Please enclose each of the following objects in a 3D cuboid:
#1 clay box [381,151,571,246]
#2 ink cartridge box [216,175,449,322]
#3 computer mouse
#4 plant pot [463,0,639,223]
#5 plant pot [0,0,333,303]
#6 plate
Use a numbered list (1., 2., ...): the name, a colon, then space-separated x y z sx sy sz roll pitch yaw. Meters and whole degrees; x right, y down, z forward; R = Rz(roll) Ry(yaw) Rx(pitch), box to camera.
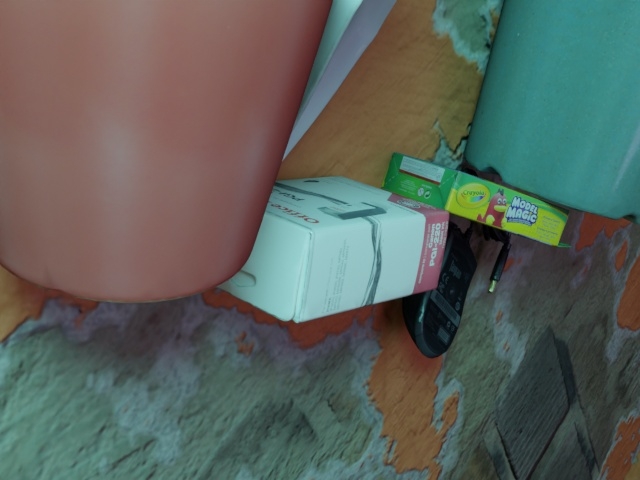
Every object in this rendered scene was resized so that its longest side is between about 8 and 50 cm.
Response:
1. clay box: 0.200 -0.047 1.027 0.222 0.127 0.053 13 98 -34
2. ink cartridge box: 0.000 0.000 0.834 0.218 0.159 0.092 -11 115 -47
3. computer mouse: 0.183 0.048 1.153 0.184 0.060 0.262 39 63 -45
4. plant pot: 0.350 -0.217 1.046 0.341 0.341 0.334 1 113 -50
5. plant pot: -0.129 -0.108 0.578 0.275 0.275 0.243 -19 128 -44
6. plate: 0.029 -0.203 0.740 0.278 0.045 0.277 -57 -177 -34
